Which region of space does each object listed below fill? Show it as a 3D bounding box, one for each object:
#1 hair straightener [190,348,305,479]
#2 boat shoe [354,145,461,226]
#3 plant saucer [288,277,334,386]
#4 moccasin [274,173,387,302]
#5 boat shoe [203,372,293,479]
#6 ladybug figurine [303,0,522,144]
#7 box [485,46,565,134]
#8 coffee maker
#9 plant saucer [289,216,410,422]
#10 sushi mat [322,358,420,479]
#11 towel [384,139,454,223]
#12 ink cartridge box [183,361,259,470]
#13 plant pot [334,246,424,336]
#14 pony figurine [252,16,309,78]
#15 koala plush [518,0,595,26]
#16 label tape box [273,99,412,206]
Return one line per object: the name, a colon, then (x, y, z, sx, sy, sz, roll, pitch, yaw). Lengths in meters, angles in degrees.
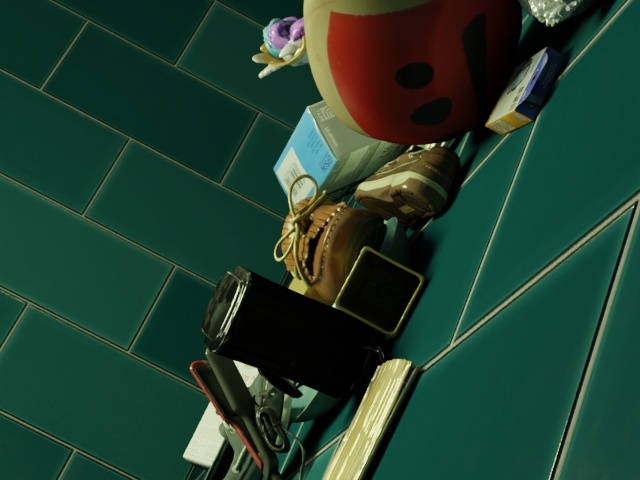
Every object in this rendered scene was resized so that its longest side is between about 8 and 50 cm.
hair straightener: (-0.088, 0.231, 1.439, 0.047, 0.230, 0.089, -4, -35, -48)
boat shoe: (0.128, -0.081, 1.523, 0.095, 0.095, 0.257, -59, 15, -10)
plant saucer: (-0.033, 0.145, 2.018, 0.332, 0.081, 0.333, -61, 5, 19)
moccasin: (0.002, -0.003, 1.522, 0.139, 0.147, 0.380, -62, 4, 1)
boat shoe: (-0.104, 0.269, 1.532, 0.116, 0.099, 0.319, -88, 12, -62)
ladybug figurine: (0.134, -0.267, 1.350, 0.305, 0.162, 0.449, -45, -30, -10)
box: (0.230, -0.166, 1.232, 0.081, 0.028, 0.136, -62, 7, -4)
coffee maker: (-0.033, 0.105, 1.295, 0.171, 0.178, 0.120, -26, 46, 58)
plant saucer: (0.046, 0.116, 1.526, 0.317, 0.044, 0.317, -62, 4, 7)
sushi mat: (0.013, 0.265, 1.133, 0.316, 0.019, 0.151, -62, 3, -10)
towel: (0.187, -0.168, 1.698, 0.324, 0.038, 0.248, -62, 3, 25)
ink cartridge box: (-0.119, 0.282, 1.844, 0.189, 0.066, 0.232, -2, 54, 55)
plant pot: (0.073, 0.061, 1.328, 0.081, 0.081, 0.083, -62, -6, 2)
pony figurine: (0.098, -0.382, 1.925, 0.351, 0.363, 0.302, -45, 55, 40)
koala plush: (0.262, -0.335, 1.170, 0.196, 0.203, 0.221, -43, -39, -78)
label tape box: (0.113, -0.192, 1.930, 0.348, 0.115, 0.249, -23, -13, -23)
